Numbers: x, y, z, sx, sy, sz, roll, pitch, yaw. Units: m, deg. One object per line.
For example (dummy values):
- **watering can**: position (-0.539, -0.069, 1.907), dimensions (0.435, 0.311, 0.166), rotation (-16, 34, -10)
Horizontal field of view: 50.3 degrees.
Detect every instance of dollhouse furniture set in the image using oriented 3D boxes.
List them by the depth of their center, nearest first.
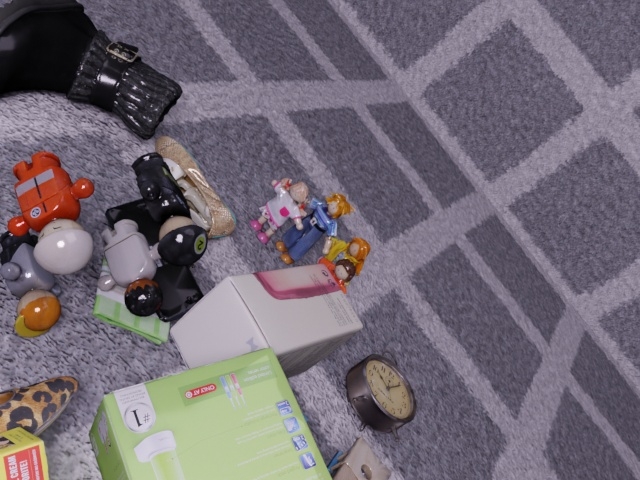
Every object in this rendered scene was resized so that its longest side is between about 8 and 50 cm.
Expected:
- **dollhouse furniture set**: position (-0.030, 0.292, 0.885), dimensions (0.184, 0.129, 0.129), rotation (52, 29, 1)

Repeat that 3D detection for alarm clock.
- **alarm clock**: position (0.107, 0.257, 1.190), dimensions (0.129, 0.064, 0.192), rotation (45, 31, -8)

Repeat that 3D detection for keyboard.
- **keyboard**: position (-0.231, 0.026, 0.988), dimensions (0.100, 0.038, 0.192), rotation (-21, 73, -33)

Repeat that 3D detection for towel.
- **towel**: position (-0.258, 0.065, 0.954), dimensions (0.113, 0.023, 0.152), rotation (29, 37, -29)

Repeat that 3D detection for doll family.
- **doll family**: position (0.000, 0.000, 1.239), dimensions (0.118, 0.163, 0.263), rotation (-4, 58, -56)

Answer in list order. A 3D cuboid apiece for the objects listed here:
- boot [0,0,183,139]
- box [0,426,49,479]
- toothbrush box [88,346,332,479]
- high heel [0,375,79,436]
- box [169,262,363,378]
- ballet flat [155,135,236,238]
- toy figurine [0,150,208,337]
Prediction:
- **boot**: position (-0.366, -0.245, 1.050), dimensions (0.260, 0.131, 0.348), rotation (43, 29, -13)
- **box**: position (-0.333, 0.225, 0.525), dimensions (0.232, 0.058, 0.087), rotation (-10, 97, -44)
- **toothbrush box**: position (-0.102, 0.285, 0.737), dimensions (0.206, 0.122, 0.283), rotation (-12, 62, -34)
- **high heel**: position (-0.354, 0.124, 0.627), dimensions (0.261, 0.093, 0.186), rotation (-25, 95, -53)
- **box**: position (-0.074, 0.130, 0.998), dimensions (0.232, 0.148, 0.127), rotation (-4, 58, -56)
- **ballet flat**: position (-0.222, -0.087, 1.135), dimensions (0.206, 0.073, 0.067), rotation (49, 43, 6)
- **toy figurine**: position (-0.260, 0.010, 0.803), dimensions (0.213, 0.209, 0.148), rotation (-4, 55, -40)
